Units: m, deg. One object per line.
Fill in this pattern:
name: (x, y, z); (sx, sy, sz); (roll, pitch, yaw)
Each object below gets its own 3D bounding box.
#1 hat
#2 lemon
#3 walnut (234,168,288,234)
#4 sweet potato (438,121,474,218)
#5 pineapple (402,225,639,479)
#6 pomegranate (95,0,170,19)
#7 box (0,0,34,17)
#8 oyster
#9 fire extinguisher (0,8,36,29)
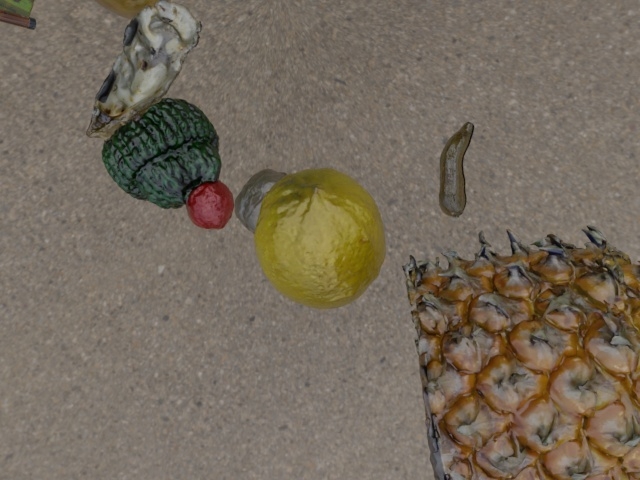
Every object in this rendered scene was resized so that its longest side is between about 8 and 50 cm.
hat: (-0.341, -0.162, 1.365); (0.274, 0.242, 0.332); (-40, 76, 4)
lemon: (0.000, 0.000, 0.745); (0.180, 0.193, 0.181); (-1, 79, 7)
walnut: (-0.160, -0.117, 1.777); (0.224, 0.224, 0.224); (-2, 114, -4)
sweet potato: (0.320, -0.171, 1.351); (0.081, 0.062, 0.233); (4, 94, -43)
pineapple: (0.259, 0.151, 0.670); (0.300, 0.352, 0.353); (-15, 114, 7)
pomegranate: (-0.504, -0.719, 1.440); (0.307, 0.307, 0.308); (-2, 114, -4)
box: (-0.684, -0.573, 1.238); (0.121, 0.030, 0.193); (21, 136, -30)
oyster: (-0.351, -0.330, 1.101); (0.128, 0.078, 0.345); (32, 70, -19)
fire extinguisher: (-0.555, -0.397, 1.013); (0.022, 0.083, 0.028); (-35, 70, 34)
